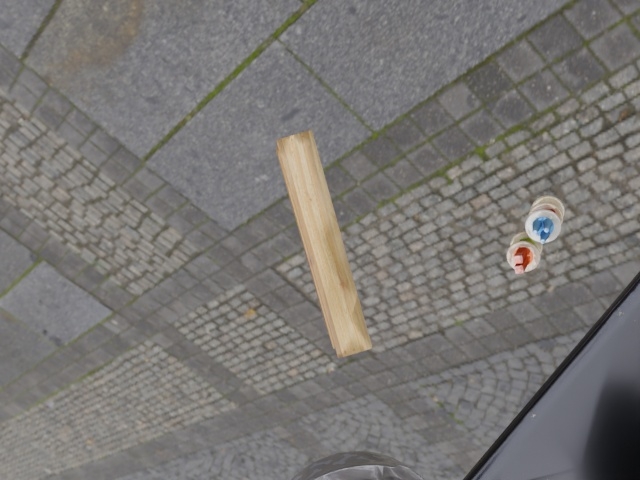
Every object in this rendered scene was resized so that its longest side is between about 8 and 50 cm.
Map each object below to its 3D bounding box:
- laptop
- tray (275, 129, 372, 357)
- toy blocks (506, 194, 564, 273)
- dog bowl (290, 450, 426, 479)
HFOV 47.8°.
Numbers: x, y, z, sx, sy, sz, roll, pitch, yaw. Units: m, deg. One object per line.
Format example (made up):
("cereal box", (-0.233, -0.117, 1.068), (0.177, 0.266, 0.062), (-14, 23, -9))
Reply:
("laptop", (0.343, 0.167, 0.828), (0.408, 0.236, 0.382), (33, 98, -26))
("tray", (0.000, 0.000, 1.390), (0.076, 0.203, 0.411), (-17, 97, -2))
("toy blocks", (0.328, 0.001, 1.115), (0.054, 0.148, 0.123), (30, 114, 11))
("dog bowl", (0.062, 0.522, 1.234), (0.349, 0.349, 0.102), (36, -178, -13))
